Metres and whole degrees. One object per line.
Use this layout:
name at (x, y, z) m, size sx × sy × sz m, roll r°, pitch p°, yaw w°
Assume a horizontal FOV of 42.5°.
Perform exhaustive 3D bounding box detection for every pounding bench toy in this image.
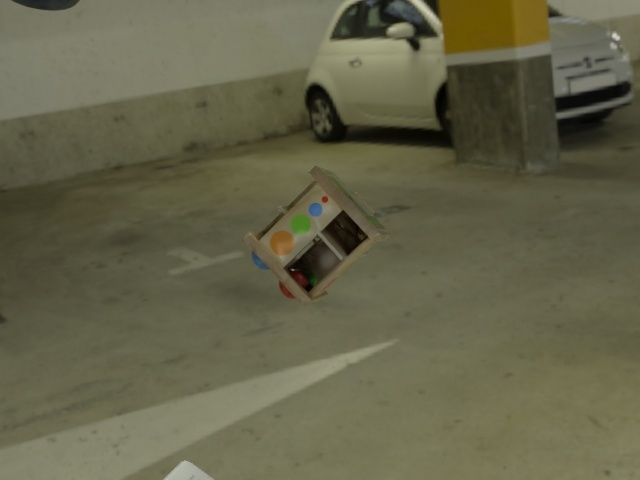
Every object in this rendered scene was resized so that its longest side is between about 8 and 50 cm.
pounding bench toy at (0.000, 0.000, 0.485) m, size 0.065 × 0.052 × 0.083 m, roll -44°, pitch -8°, yaw 9°

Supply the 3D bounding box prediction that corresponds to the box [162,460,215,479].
box at (-0.044, 0.218, 0.393) m, size 0.170 × 0.130 × 0.091 m, roll 33°, pitch 19°, yaw 10°

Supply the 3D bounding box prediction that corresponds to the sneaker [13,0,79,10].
sneaker at (-0.153, -0.223, 0.457) m, size 0.069 × 0.209 × 0.082 m, roll 10°, pitch -33°, yaw -26°
